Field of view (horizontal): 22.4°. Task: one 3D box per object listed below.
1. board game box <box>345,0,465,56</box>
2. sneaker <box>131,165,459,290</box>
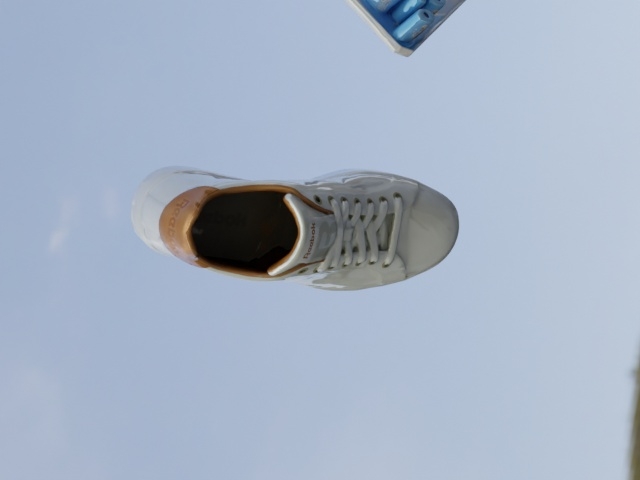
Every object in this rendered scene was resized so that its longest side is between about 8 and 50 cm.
[{"bbox_3d":[0.043,-0.421,1.773,0.390,0.050,0.390,46,-143,-3],"label":"board game box"},{"bbox_3d":[0.000,0.000,1.317,0.290,0.123,0.106,1,-77,-26],"label":"sneaker"}]
